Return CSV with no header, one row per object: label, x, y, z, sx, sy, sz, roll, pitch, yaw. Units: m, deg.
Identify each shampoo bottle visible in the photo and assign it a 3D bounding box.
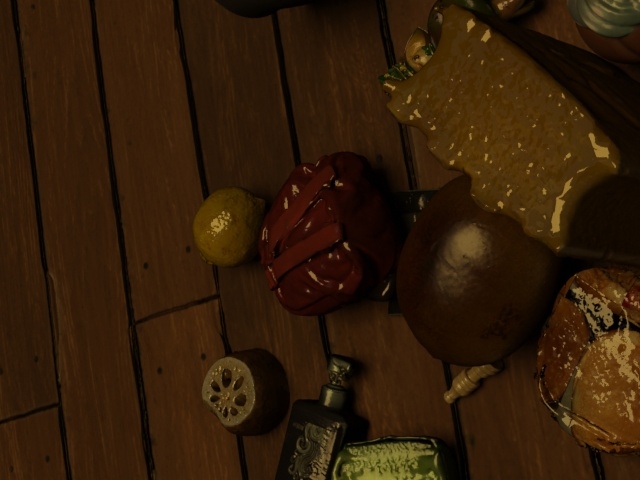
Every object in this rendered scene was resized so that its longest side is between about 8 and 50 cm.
shampoo bottle,-0.005,0.305,1.968,0.098,0.071,0.309,18,95,43

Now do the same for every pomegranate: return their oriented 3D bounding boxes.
pomegranate,0.203,-0.274,1.825,0.142,0.114,0.114,-34,64,22

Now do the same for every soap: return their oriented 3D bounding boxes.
soap,0.278,-0.103,1.600,0.293,0.335,0.156,47,114,36

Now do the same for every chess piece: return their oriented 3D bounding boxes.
chess piece,0.188,0.175,1.841,0.092,0.035,0.035,-46,58,31

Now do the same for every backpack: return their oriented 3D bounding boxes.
backpack,0.002,0.000,1.943,0.229,0.139,0.229,-4,84,47

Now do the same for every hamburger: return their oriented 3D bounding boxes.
hamburger,0.350,0.138,1.660,0.231,0.107,0.231,-1,89,36

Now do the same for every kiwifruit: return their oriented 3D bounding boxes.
kiwifruit,0.187,0.039,1.724,0.196,0.196,0.234,35,110,37

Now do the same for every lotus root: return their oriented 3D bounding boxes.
lotus root,-0.105,0.212,2.062,0.112,0.081,0.122,-53,56,14

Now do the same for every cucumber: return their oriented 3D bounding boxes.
cucumber,0.087,0.311,1.882,0.193,0.086,0.115,-17,75,32

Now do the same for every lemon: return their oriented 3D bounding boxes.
lemon,-0.129,-0.017,2.080,0.133,0.109,0.109,-48,58,18

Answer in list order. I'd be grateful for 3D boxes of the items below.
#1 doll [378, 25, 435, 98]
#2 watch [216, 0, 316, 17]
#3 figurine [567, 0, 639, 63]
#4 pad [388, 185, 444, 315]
doll,0.133,-0.223,1.925,0.078,0.076,0.113,41,82,9
watch,-0.043,-0.477,1.962,0.314,0.335,0.326,-6,100,34
figurine,0.283,-0.406,1.651,0.388,0.248,0.276,46,117,22
pad,0.178,0.013,1.875,0.233,0.022,0.174,-5,83,41
